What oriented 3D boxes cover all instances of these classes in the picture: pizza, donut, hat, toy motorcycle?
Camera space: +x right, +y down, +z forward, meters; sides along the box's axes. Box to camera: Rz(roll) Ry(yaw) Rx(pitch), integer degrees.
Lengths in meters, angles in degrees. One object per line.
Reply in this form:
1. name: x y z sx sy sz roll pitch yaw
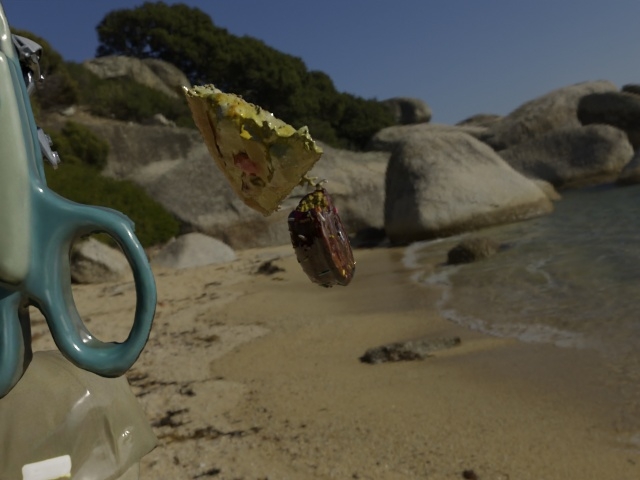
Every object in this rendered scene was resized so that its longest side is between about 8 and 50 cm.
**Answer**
1. pizza: -0.099 -0.145 1.081 0.075 0.279 0.288 -43 24 -24
2. donut: 0.001 0.001 1.477 0.096 0.216 0.230 -19 29 11
3. hat: -0.202 0.159 0.437 0.166 0.144 0.173 -19 7 -5
4. toy motorcycle: -0.509 -0.231 1.125 0.159 0.270 0.106 -26 1 -17

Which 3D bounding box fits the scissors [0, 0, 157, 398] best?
1. scissors: -0.176 -0.059 0.357 0.138 0.289 0.041 -13 0 1
